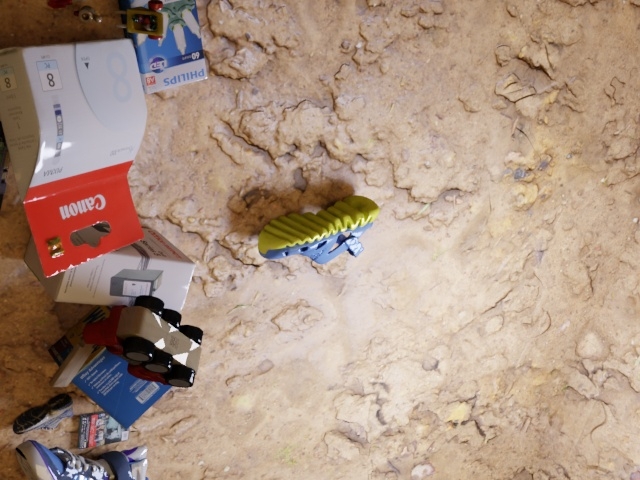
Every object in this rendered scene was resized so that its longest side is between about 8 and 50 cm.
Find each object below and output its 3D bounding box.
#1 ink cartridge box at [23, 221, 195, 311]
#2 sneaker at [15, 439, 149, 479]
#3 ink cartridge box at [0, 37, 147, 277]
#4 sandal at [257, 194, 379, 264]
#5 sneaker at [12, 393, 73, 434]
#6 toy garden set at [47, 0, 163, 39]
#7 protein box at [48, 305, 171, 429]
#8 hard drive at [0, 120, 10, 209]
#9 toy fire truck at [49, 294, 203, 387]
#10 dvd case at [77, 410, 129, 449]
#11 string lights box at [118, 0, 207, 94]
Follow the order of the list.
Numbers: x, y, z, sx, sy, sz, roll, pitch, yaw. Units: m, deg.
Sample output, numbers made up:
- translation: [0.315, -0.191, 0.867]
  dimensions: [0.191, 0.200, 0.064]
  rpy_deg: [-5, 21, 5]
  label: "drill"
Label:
- translation: [-0.417, 0.045, 1.948]
  dimensions: [0.273, 0.198, 0.114]
  rpy_deg: [9, 107, -38]
  label: "ink cartridge box"
- translation: [-0.506, 0.500, 2.176]
  dimensions: [0.236, 0.130, 0.322]
  rpy_deg: [-39, 126, -25]
  label: "sneaker"
- translation: [-0.414, -0.159, 1.747]
  dimensions: [0.308, 0.091, 0.384]
  rpy_deg: [-29, 109, -62]
  label: "ink cartridge box"
- translation: [0.000, 0.000, 2.276]
  dimensions: [0.318, 0.126, 0.138]
  rpy_deg: [-14, 124, -28]
  label: "sandal"
- translation: [-0.588, 0.386, 2.098]
  dimensions: [0.135, 0.052, 0.058]
  rpy_deg: [-25, 129, -23]
  label: "sneaker"
- translation: [-0.380, -0.463, 1.742]
  dimensions: [0.244, 0.049, 0.203]
  rpy_deg: [4, 119, -5]
  label: "toy garden set"
- translation: [-0.423, 0.251, 2.088]
  dimensions: [0.200, 0.136, 0.201]
  rpy_deg: [-44, 130, -9]
  label: "protein box"
- translation: [-0.716, -0.101, 1.687]
  dimensions: [0.339, 0.064, 0.237]
  rpy_deg: [-9, 148, -31]
  label: "hard drive"
- translation: [-0.388, 0.226, 1.931]
  dimensions: [0.217, 0.246, 0.158]
  rpy_deg: [46, 45, -51]
  label: "toy fire truck"
- translation: [-0.486, 0.423, 2.212]
  dimensions: [0.120, 0.013, 0.087]
  rpy_deg: [-4, 115, -32]
  label: "dvd case"
- translation: [-0.306, -0.425, 1.868]
  dimensions: [0.133, 0.077, 0.259]
  rpy_deg: [-20, 122, -23]
  label: "string lights box"
